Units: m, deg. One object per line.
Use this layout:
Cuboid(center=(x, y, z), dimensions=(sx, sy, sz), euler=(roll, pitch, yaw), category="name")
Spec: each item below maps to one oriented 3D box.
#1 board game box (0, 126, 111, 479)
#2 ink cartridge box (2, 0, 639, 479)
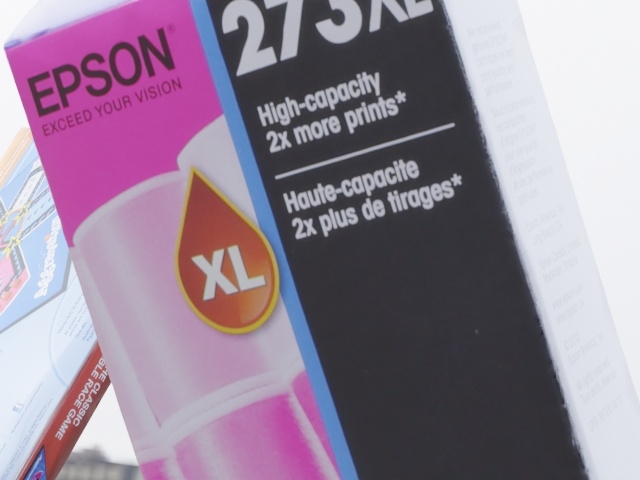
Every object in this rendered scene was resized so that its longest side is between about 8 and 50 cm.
Cuboid(center=(-0.173, 0.066, 0.828), dimensions=(0.145, 0.281, 0.027), euler=(12, -27, 35), category="board game box")
Cuboid(center=(0.000, 0.000, 0.557), dimensions=(0.176, 0.371, 0.069), euler=(-15, 2, 31), category="ink cartridge box")
